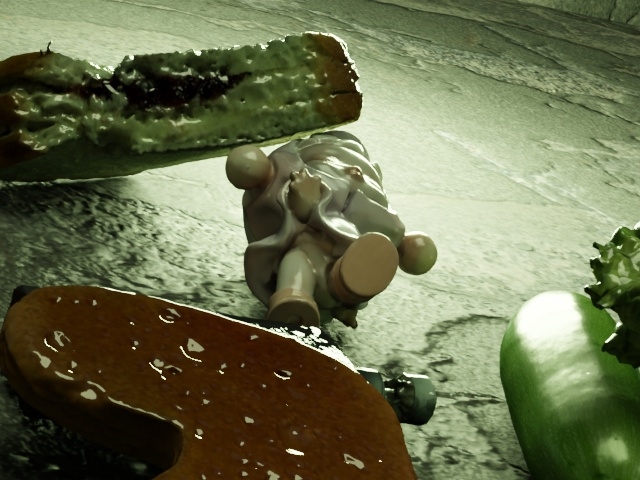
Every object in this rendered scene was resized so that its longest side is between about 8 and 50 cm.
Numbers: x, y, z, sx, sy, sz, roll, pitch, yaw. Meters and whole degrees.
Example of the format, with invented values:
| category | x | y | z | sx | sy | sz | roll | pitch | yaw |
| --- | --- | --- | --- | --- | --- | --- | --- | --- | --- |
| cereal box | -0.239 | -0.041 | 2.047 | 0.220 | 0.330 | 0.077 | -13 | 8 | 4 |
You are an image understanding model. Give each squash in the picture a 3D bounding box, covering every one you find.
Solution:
| category | x | y | z | sx | sy | sz | roll | pitch | yaw |
| --- | --- | --- | --- | --- | --- | --- | --- | --- | --- |
| squash | 0.193 | 0.120 | 1.389 | 0.107 | 0.107 | 0.395 | 16 | 18 | -5 |

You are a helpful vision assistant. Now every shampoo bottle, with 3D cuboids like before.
| category | x | y | z | sx | sy | sz | roll | pitch | yaw |
| --- | --- | --- | --- | --- | --- | --- | --- | --- | --- |
| shampoo bottle | -0.059 | 0.093 | 1.283 | 0.309 | 0.071 | 0.098 | 9 | 18 | -25 |

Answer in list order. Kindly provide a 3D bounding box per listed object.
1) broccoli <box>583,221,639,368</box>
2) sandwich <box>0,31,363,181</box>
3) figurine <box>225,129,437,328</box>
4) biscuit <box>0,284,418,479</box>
| category | x | y | z | sx | sy | sz | roll | pitch | yaw |
| --- | --- | --- | --- | --- | --- | --- | --- | --- | --- |
| broccoli | 0.365 | 0.143 | 1.170 | 0.353 | 0.275 | 0.397 | -9 | 21 | 6 |
| sandwich | -0.144 | -0.117 | 1.621 | 0.288 | 0.100 | 0.254 | -10 | -7 | 33 |
| figurine | 0.000 | 0.000 | 1.545 | 0.200 | 0.133 | 0.276 | 26 | 20 | -12 |
| biscuit | -0.064 | 0.138 | 1.103 | 0.262 | 0.052 | 0.277 | 13 | 31 | -20 |
